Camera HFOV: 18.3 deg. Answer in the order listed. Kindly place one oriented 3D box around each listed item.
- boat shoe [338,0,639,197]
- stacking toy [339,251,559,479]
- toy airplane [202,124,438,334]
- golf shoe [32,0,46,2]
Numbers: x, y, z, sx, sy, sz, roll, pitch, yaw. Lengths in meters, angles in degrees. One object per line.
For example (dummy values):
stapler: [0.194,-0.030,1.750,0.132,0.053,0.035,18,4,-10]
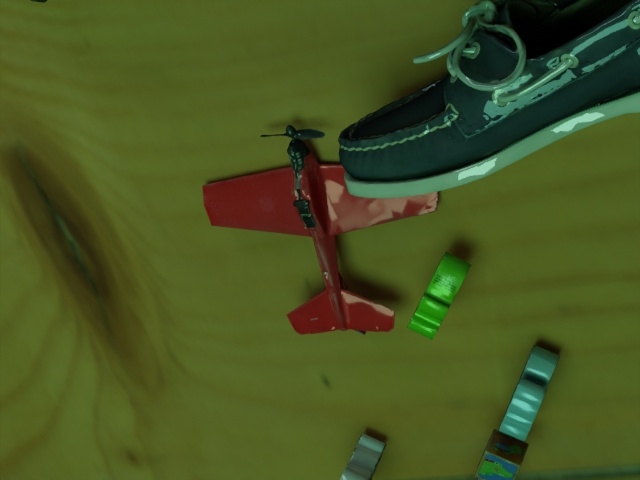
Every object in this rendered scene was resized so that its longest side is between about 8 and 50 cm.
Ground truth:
boat shoe: [0.111,-0.091,0.992,0.254,0.095,0.079,-18,116,31]
stacking toy: [0.113,0.117,1.171,0.167,0.052,0.221,24,128,5]
toy airplane: [0.000,0.000,1.148,0.151,0.028,0.151,11,126,15]
golf shoe: [-0.178,-0.220,1.043,0.094,0.077,0.198,13,126,16]
